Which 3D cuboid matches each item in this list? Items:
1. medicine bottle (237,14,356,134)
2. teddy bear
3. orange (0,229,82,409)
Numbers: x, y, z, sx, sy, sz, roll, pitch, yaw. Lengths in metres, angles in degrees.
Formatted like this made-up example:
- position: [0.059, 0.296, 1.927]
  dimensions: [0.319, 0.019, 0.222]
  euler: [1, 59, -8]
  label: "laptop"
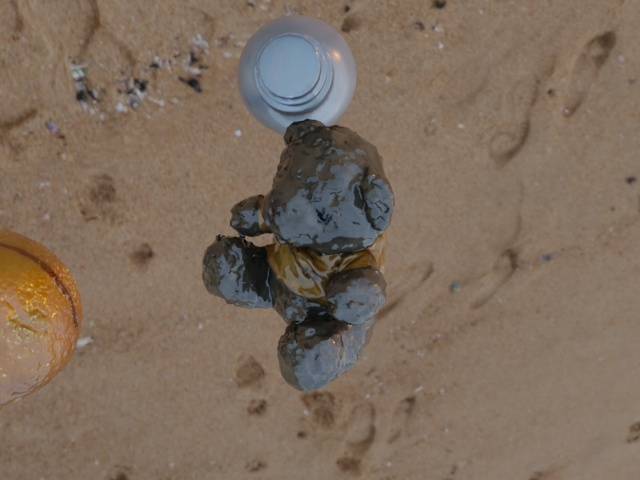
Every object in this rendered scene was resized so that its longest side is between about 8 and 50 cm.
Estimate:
- position: [-0.021, -0.153, 0.750]
  dimensions: [0.110, 0.352, 0.110]
  euler: [0, 100, 1]
  label: "medicine bottle"
- position: [0.000, 0.000, 0.654]
  dimensions: [0.140, 0.177, 0.190]
  euler: [-15, 133, -37]
  label: "teddy bear"
- position: [-0.329, 0.072, 0.758]
  dimensions: [0.193, 0.193, 0.161]
  euler: [-16, 119, -12]
  label: "orange"
